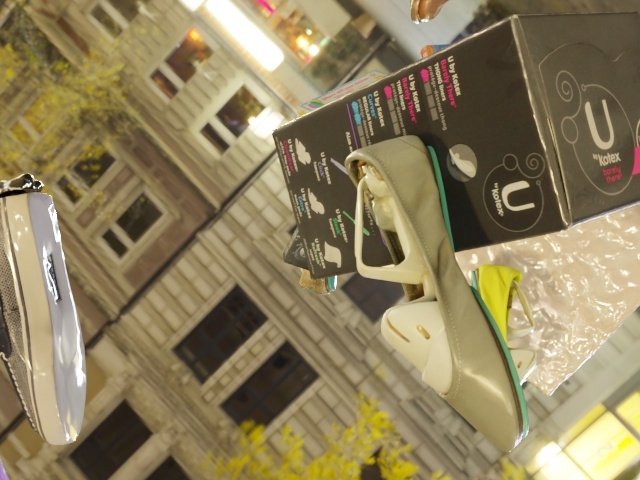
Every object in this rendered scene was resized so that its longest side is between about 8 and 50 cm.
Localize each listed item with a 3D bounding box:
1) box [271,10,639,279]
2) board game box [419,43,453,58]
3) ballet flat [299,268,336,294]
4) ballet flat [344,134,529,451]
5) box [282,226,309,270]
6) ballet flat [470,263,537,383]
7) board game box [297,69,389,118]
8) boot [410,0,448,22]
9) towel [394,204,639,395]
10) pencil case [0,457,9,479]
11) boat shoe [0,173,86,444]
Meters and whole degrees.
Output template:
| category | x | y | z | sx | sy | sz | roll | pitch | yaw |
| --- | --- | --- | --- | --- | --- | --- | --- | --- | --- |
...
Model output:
| category | x | y | z | sx | sy | sz | roll | pitch | yaw |
| --- | --- | --- | --- | --- | --- | --- | --- | --- | --- |
| box | 0.112 | -0.067 | 0.616 | 0.165 | 0.270 | 0.143 | -16 | -89 | -38 |
| board game box | 0.305 | -0.263 | 1.524 | 0.145 | 0.027 | 0.281 | -9 | -105 | -30 |
| ballet flat | -0.002 | -0.002 | 1.310 | 0.073 | 0.067 | 0.206 | 66 | -152 | -52 |
| ballet flat | 0.061 | 0.031 | 0.474 | 0.072 | 0.068 | 0.213 | 101 | 157 | -62 |
| box | 0.000 | 0.000 | 0.945 | 0.067 | 0.083 | 0.018 | 20 | -153 | -19 |
| ballet flat | 0.230 | 0.127 | 0.956 | 0.077 | 0.077 | 0.231 | 74 | -162 | -52 |
| board game box | 0.060 | -0.166 | 0.954 | 0.103 | 0.026 | 0.154 | 28 | -136 | 32 |
| boot | 0.173 | -0.267 | 0.763 | 0.152 | 0.073 | 0.197 | 10 | 168 | 0 |
| towel | 0.310 | 0.007 | 1.113 | 0.332 | 0.317 | 0.053 | 42 | -172 | 10 |
| pencil case | -0.317 | 0.240 | 0.708 | 0.086 | 0.088 | 0.206 | -92 | -5 | -66 |
| boat shoe | -0.403 | 0.096 | 0.963 | 0.127 | 0.158 | 0.341 | -51 | -47 | -89 |
